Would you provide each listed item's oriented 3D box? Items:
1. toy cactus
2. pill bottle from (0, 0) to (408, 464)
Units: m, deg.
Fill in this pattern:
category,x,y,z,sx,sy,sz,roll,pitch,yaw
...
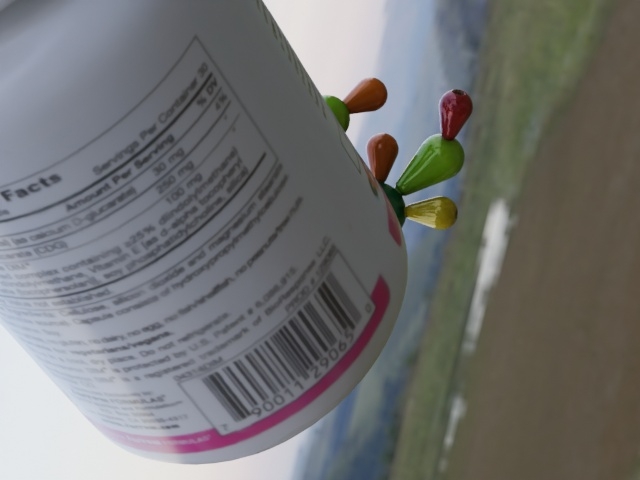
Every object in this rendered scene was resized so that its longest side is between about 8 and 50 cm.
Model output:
category,x,y,z,sx,sy,sz,roll,pitch,yaw
toy cactus,0.000,0.000,1.116,0.219,0.112,0.180,-28,-38,-34
pill bottle,-0.090,-0.052,0.700,0.283,0.160,0.160,57,-144,-42
